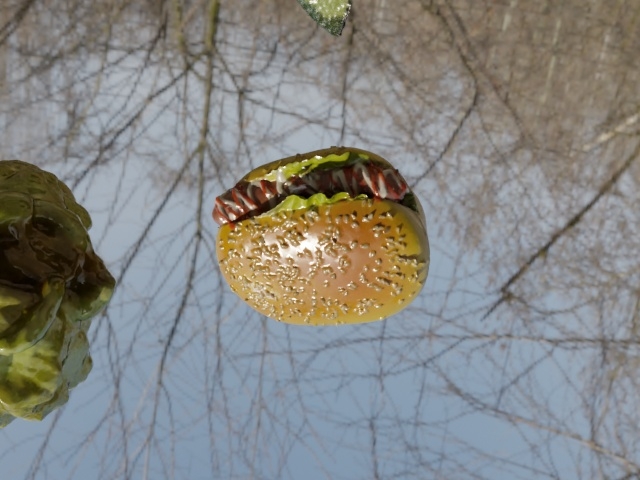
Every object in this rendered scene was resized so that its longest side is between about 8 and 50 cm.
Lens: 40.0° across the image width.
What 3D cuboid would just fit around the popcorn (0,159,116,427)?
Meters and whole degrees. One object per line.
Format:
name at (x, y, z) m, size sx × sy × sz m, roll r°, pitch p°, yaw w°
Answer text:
popcorn at (-0.297, 0.048, 0.832) m, size 0.195 × 0.256 × 0.255 m, roll 2°, pitch 169°, yaw -17°

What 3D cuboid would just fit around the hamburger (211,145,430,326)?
hamburger at (0.000, 0.000, 0.830) m, size 0.210 × 0.173 × 0.116 m, roll -8°, pitch -162°, yaw 20°

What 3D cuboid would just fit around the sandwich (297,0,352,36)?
sandwich at (-0.044, -0.341, 0.840) m, size 0.212 × 0.245 × 0.063 m, roll 18°, pitch -136°, yaw -2°
